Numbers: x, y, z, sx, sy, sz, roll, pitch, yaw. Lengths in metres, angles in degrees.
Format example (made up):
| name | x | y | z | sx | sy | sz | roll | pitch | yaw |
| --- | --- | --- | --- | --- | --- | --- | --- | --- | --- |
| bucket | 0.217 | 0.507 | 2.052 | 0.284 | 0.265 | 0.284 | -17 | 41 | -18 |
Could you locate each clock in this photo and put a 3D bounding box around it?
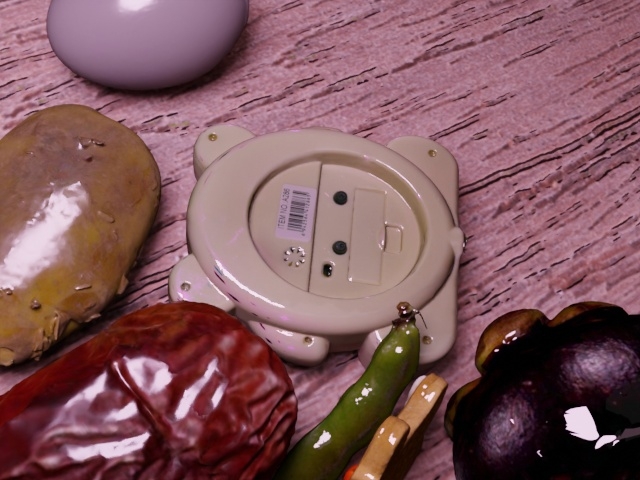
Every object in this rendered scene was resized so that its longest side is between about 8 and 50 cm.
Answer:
| name | x | y | z | sx | sy | sz | roll | pitch | yaw |
| --- | --- | --- | --- | --- | --- | --- | --- | --- | --- |
| clock | 0.000 | 0.000 | 0.853 | 0.309 | 0.114 | 0.284 | 8 | 66 | -5 |

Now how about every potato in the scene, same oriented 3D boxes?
| name | x | y | z | sx | sy | sz | roll | pitch | yaw |
| --- | --- | --- | --- | --- | --- | --- | --- | --- | --- |
| potato | -0.277 | -0.013 | 0.786 | 0.191 | 0.141 | 0.296 | 18 | 66 | 0 |

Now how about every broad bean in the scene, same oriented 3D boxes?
| name | x | y | z | sx | sy | sz | roll | pitch | yaw |
| --- | --- | --- | --- | --- | --- | --- | --- | --- | --- |
| broad bean | 0.031 | 0.175 | 0.759 | 0.065 | 0.046 | 0.254 | 32 | 98 | -23 |

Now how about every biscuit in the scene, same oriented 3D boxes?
| name | x | y | z | sx | sy | sz | roll | pitch | yaw |
| --- | --- | --- | --- | --- | --- | --- | --- | --- | --- |
| biscuit | 0.046 | 0.214 | 0.697 | 0.035 | 0.158 | 0.240 | 27 | 26 | 20 |

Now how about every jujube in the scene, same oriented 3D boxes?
| name | x | y | z | sx | sy | sz | roll | pitch | yaw |
| --- | --- | --- | --- | --- | --- | --- | --- | --- | --- |
| jujube | -0.193 | 0.188 | 0.676 | 0.342 | 0.216 | 0.216 | -26 | 73 | -21 |

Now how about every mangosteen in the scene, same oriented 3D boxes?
| name | x | y | z | sx | sy | sz | roll | pitch | yaw |
| --- | --- | --- | --- | --- | --- | --- | --- | --- | --- |
| mangosteen | 0.257 | 0.180 | 0.752 | 0.233 | 0.287 | 0.287 | 33 | 63 | -6 |

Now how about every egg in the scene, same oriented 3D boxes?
| name | x | y | z | sx | sy | sz | roll | pitch | yaw |
| --- | --- | --- | --- | --- | --- | --- | --- | --- | --- |
| egg | -0.201 | -0.264 | 0.895 | 0.232 | 0.176 | 0.176 | -28 | 73 | -17 |
